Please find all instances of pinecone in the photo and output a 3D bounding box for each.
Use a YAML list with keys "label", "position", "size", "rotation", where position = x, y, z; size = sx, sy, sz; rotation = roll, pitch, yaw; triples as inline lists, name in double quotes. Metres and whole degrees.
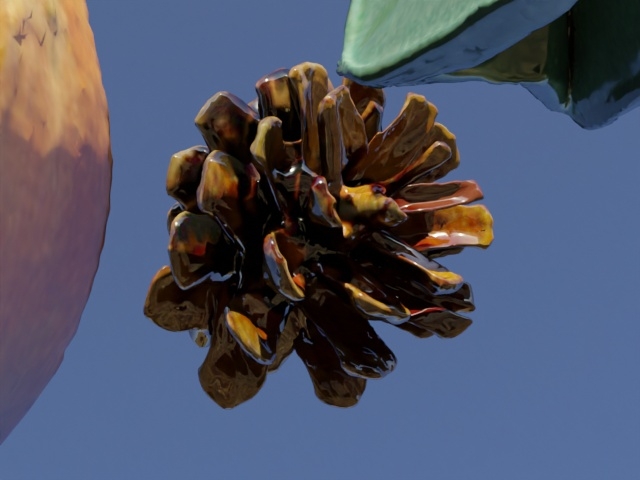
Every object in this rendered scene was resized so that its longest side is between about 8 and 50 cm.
- label: "pinecone"
  position: [0.002, 0.000, 0.996]
  size: [0.201, 0.202, 0.228]
  rotation: [1, -61, 31]

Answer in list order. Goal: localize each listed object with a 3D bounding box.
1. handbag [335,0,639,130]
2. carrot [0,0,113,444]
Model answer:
- label: "handbag"
  position: [0.103, -0.206, 0.432]
  size: [0.089, 0.238, 0.326]
  rotation: [13, -104, -18]
- label: "carrot"
  position: [-0.202, -0.041, 0.500]
  size: [0.258, 0.100, 0.307]
  rotation: [-5, -101, 3]
